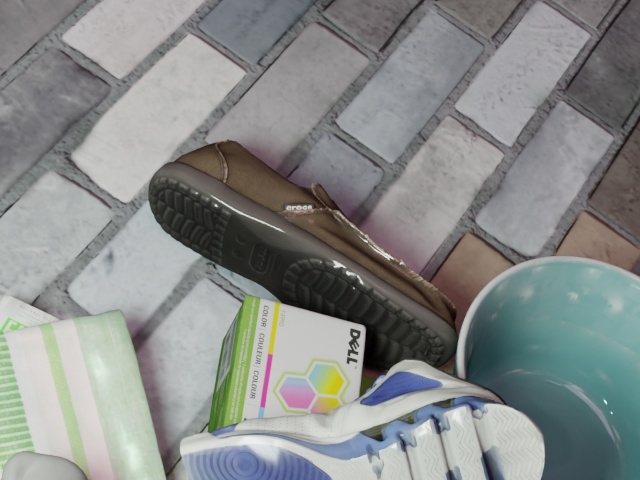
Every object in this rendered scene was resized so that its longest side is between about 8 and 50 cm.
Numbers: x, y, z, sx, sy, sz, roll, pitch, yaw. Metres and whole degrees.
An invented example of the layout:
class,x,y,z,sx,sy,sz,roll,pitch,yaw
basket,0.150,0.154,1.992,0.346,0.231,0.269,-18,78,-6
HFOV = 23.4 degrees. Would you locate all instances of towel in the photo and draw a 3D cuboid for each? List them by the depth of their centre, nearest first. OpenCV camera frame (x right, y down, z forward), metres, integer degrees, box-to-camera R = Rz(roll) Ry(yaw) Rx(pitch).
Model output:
class,x,y,z,sx,sy,sz,roll,pitch,yaw
towel,-0.300,0.206,1.406,0.325,0.038,0.248,-11,75,-27

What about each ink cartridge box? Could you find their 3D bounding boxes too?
class,x,y,z,sx,sy,sz,roll,pitch,yaw
ink cartridge box,0.022,0.182,1.540,0.255,0.097,0.188,15,54,-11

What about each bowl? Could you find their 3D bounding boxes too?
class,x,y,z,sx,sy,sz,roll,pitch,yaw
bowl,0.254,0.188,1.587,0.311,0.163,0.311,11,55,-16

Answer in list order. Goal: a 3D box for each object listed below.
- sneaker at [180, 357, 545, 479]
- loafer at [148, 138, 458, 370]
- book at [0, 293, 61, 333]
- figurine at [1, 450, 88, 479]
class,x,y,z,sx,sy,sz,roll,pitch,yaw
sneaker,0.041,0.195,1.407,0.315,0.182,0.127,-10,100,4
loafer,0.000,0.000,1.628,0.366,0.134,0.130,34,53,2
book,-0.300,0.132,1.490,0.096,0.035,0.144,28,56,-1
figurine,-0.191,0.301,1.283,0.215,0.092,0.209,34,24,-21
